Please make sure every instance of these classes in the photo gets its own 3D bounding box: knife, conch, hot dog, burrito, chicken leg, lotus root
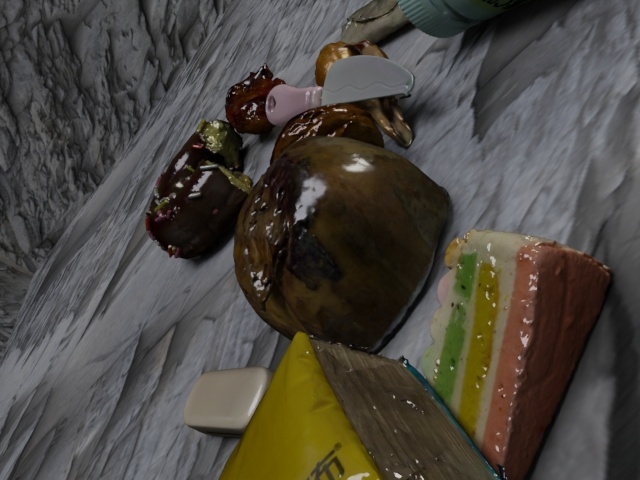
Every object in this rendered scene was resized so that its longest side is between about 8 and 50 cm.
[{"bbox_3d":[0.023,-0.225,0.928,0.336,0.043,0.081,1,89,51],"label":"knife"},{"bbox_3d":[0.071,-0.231,0.963,0.109,0.093,0.330,-35,50,4],"label":"conch"},{"bbox_3d":[0.000,-0.132,0.871,0.161,0.099,0.227,-18,10,-1],"label":"hot dog"},{"bbox_3d":[0.103,-0.385,1.091,0.226,0.060,0.087,-15,53,52],"label":"burrito"},{"bbox_3d":[-0.117,-0.281,1.324,0.158,0.096,0.407,-37,29,-4],"label":"chicken leg"},{"bbox_3d":[0.000,0.000,0.719,0.272,0.192,0.272,-33,41,35],"label":"lotus root"}]

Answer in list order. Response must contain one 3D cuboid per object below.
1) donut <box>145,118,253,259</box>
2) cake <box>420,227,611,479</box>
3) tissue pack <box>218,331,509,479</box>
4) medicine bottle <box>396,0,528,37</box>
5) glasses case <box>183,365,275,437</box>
[{"bbox_3d":[-0.262,-0.100,1.313,0.259,0.136,0.345,-44,27,18],"label":"donut"},{"bbox_3d":[0.126,0.094,0.489,0.109,0.090,0.225,12,71,58],"label":"cake"},{"bbox_3d":[-0.008,0.230,0.464,0.270,0.134,0.192,-63,26,12],"label":"tissue pack"},{"bbox_3d":[0.239,-0.368,0.734,0.318,0.158,0.158,-10,52,56],"label":"medicine bottle"},{"bbox_3d":[-0.112,0.208,0.801,0.196,0.050,0.083,-18,48,52],"label":"glasses case"}]
